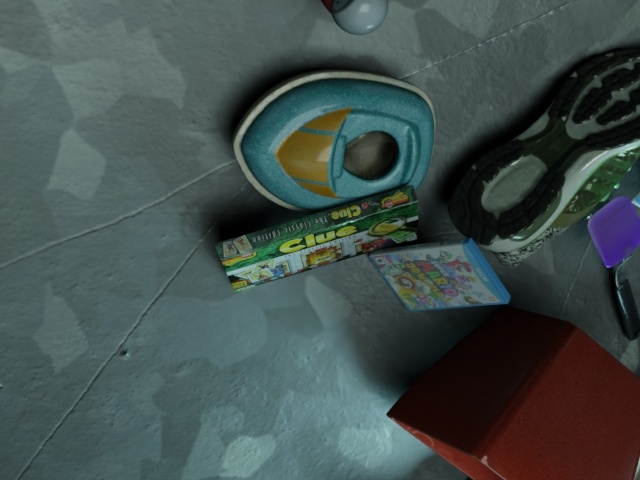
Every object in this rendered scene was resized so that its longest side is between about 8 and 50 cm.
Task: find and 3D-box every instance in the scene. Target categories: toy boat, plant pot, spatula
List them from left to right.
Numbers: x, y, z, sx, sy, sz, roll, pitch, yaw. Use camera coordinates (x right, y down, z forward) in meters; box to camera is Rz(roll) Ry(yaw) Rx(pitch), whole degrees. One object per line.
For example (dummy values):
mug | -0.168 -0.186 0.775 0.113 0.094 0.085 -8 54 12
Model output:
toy boat | 0.026 -0.175 1.496 0.268 0.148 0.318 -6 116 -16
plant pot | 0.305 0.246 1.727 0.267 0.267 0.235 39 79 -22
spatula | 0.445 0.052 1.785 0.084 0.030 0.296 -38 137 -14

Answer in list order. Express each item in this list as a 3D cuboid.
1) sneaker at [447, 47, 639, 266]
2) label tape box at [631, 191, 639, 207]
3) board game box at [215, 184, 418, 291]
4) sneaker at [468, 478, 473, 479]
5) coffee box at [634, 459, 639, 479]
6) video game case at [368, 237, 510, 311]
sneaker | 0.364 -0.110 1.676 0.410 0.158 0.182 -35 148 -1
label tape box | 0.609 -0.095 1.748 0.348 0.115 0.249 29 103 -29
board game box | 0.000 0.000 1.575 0.260 0.030 0.136 -17 157 -1
sneaker | 0.226 0.465 1.911 0.283 0.110 0.122 -27 143 -8
coffee box | 0.527 0.317 1.915 0.297 0.119 0.168 1 114 -19
video game case | 0.161 0.049 1.657 0.119 0.166 0.015 53 48 -30
